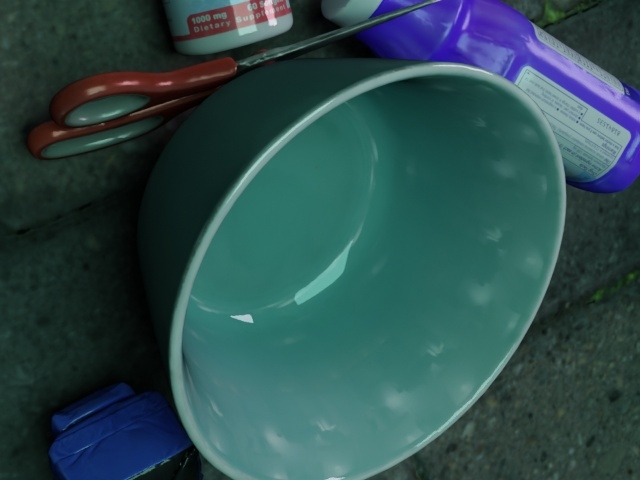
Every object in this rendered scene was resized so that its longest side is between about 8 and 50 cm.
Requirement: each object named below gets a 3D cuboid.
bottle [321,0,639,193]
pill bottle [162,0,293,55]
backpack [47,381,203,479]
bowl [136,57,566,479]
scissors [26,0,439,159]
[{"bbox_3d":[0.131,-0.133,0.939,0.283,0.118,0.092,27,96,-27],"label":"bottle"},{"bbox_3d":[-0.078,-0.213,0.835,0.087,0.087,0.160,-21,106,-24],"label":"pill bottle"},{"bbox_3d":[-0.136,0.167,0.850,0.098,0.101,0.120,-21,139,-20],"label":"backpack"},{"bbox_3d":[0.000,0.000,0.835,0.311,0.163,0.312,-19,126,-28],"label":"bowl"},{"bbox_3d":[-0.059,-0.116,0.844,0.297,0.109,0.021,-20,78,-21],"label":"scissors"}]
